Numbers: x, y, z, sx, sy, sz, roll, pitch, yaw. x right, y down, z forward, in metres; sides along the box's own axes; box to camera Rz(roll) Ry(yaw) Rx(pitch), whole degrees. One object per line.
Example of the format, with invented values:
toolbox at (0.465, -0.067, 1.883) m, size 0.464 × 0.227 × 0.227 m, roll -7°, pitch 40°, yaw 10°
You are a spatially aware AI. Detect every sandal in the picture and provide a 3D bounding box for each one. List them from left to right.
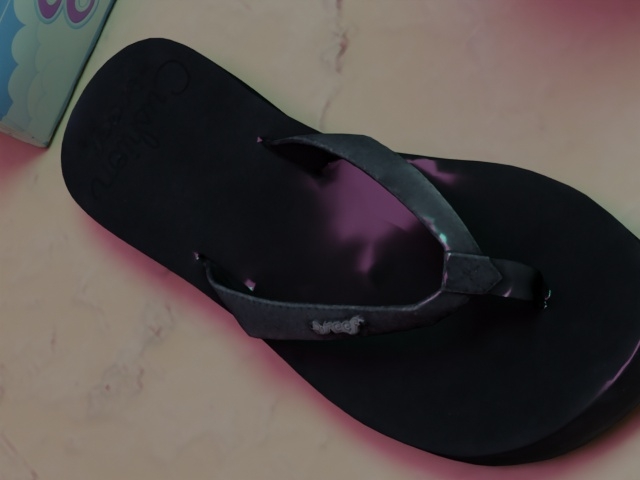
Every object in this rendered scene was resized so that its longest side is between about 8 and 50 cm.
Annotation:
sandal at (-0.001, 0.001, 0.642) m, size 0.254 × 0.054 × 0.097 m, roll 23°, pitch 86°, yaw 34°

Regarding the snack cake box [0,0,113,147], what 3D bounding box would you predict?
snack cake box at (-0.129, -0.187, 0.763) m, size 0.152 × 0.089 × 0.264 m, roll 23°, pitch 86°, yaw 32°
